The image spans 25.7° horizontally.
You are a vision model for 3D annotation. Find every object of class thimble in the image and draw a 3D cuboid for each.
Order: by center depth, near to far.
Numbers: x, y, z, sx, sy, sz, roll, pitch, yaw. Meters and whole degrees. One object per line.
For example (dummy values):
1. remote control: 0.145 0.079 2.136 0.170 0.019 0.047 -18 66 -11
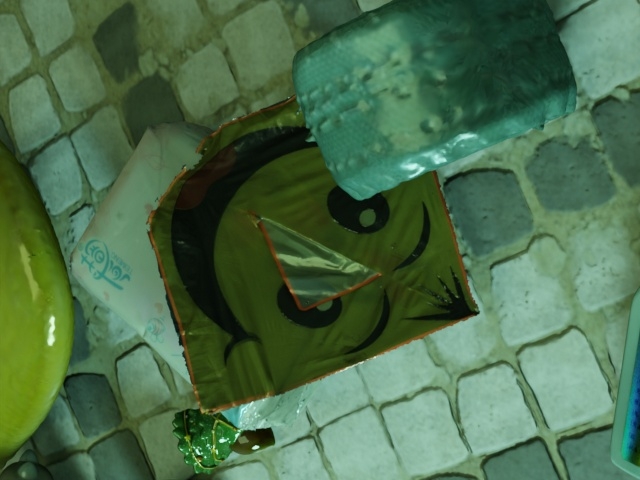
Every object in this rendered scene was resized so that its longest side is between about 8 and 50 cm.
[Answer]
1. thimble: 0.090 -0.131 1.183 0.235 0.198 0.143 -20 91 19

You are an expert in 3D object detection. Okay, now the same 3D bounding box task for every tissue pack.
1. tissue pack: -0.095 0.032 1.384 0.271 0.124 0.201 39 100 25

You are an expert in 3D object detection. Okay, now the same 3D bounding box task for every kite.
1. kite: -0.001 -0.001 1.277 0.327 0.013 0.377 26 79 22

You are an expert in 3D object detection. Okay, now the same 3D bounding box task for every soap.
1. soap: -0.367 0.065 1.559 0.427 0.115 0.306 -54 52 52

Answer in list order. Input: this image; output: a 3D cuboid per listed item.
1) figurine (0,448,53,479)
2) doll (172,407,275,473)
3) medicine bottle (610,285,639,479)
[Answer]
1. figurine: -0.360 0.448 1.614 0.248 0.203 0.381 54 132 55
2. doll: -0.105 0.195 1.467 0.113 0.076 0.078 -33 71 35
3. medicine bottle: 0.311 0.089 1.141 0.121 0.083 0.229 16 109 35
